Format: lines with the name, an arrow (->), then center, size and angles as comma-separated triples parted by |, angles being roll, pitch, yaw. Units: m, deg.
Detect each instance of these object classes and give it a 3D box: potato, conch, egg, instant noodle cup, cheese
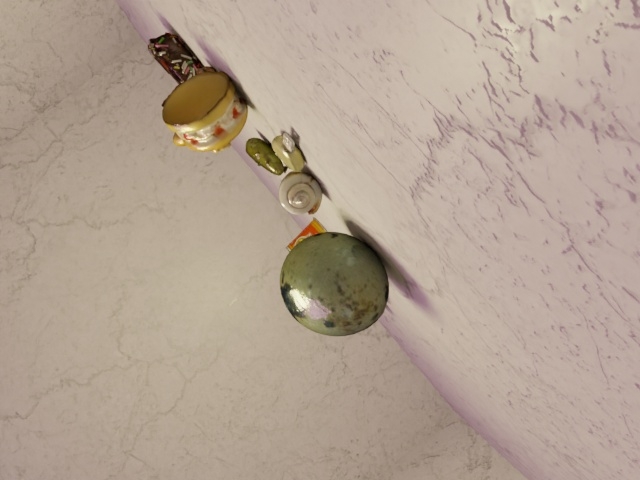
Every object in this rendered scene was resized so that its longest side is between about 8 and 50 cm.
potato -> -0.217, -0.330, 1.875 | 0.225, 0.090, 0.117 | 44, -172, 33
conch -> -0.063, -0.183, 1.586 | 0.158, 0.127, 0.255 | 21, -148, -22
egg -> 0.049, 0.148, 1.588 | 0.345, 0.345, 0.428 | 52, 164, -31
instant noodle cup -> -0.059, 0.017, 2.447 | 0.193, 0.212, 0.193 | 50, 176, 5
cheese -> -0.093, -0.267, 1.400 | 0.127, 0.050, 0.255 | 50, 176, -3

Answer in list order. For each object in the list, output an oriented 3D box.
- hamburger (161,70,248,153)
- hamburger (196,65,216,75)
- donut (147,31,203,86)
hamburger -> -0.391, -0.409, 1.602 | 0.186, 0.303, 0.261 | 60, -159, -48
hamburger -> -0.383, -0.550, 1.697 | 0.176, 0.087, 0.102 | 53, 177, -8
donut -> -0.560, -0.699, 1.944 | 0.345, 0.136, 0.259 | 50, 174, -8
